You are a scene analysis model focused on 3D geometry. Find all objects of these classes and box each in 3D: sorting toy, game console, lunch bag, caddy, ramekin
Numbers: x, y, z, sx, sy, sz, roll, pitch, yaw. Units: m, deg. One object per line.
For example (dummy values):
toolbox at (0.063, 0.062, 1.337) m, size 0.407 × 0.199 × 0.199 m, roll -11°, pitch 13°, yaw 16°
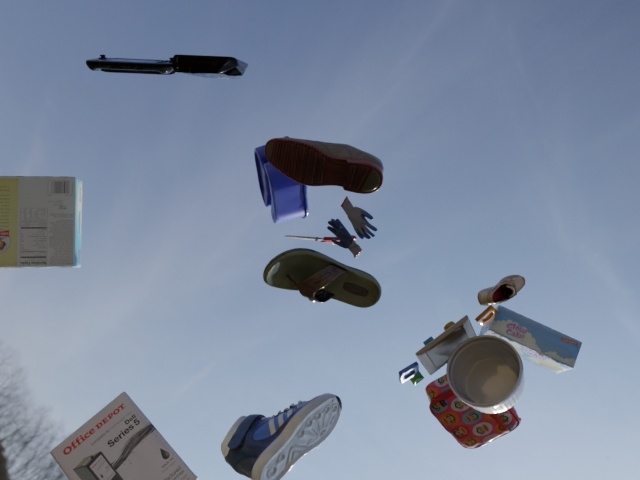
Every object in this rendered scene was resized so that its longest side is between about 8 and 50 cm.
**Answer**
sorting toy at (0.362, 0.296, 1.614) m, size 0.047 × 0.347 × 0.196 m, roll 53°, pitch 0°, yaw 37°
game console at (-0.354, -0.402, 1.279) m, size 0.361 × 0.213 × 0.044 m, roll 2°, pitch -77°, yaw 1°
lunch bag at (0.510, 0.529, 1.813) m, size 0.258 × 0.120 × 0.293 m, roll -32°, pitch -62°, yaw 16°
caddy at (-0.128, -0.227, 2.119) m, size 0.341 × 0.179 × 0.241 m, roll 86°, pitch -19°, yaw -45°
ramekin at (0.465, 0.378, 1.549) m, size 0.207 × 0.207 × 0.109 m, roll 14°, pitch -26°, yaw 41°

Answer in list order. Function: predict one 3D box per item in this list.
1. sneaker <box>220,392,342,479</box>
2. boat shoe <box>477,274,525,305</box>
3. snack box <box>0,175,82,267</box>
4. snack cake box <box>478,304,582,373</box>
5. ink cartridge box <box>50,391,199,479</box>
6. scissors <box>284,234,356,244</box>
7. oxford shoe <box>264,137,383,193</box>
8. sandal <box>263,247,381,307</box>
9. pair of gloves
sneaker at (-0.124, 0.502, 1.532) m, size 0.236 × 0.322 × 0.130 m, roll 15°, pitch -47°, yaw 46°
boat shoe at (0.523, 0.143, 1.571) m, size 0.059 × 0.170 × 0.063 m, roll -5°, pitch -74°, yaw 64°
snack box at (-0.659, -0.035, 1.131) m, size 0.060 × 0.321 × 0.187 m, roll 156°, pitch -67°, yaw -79°
snack cake box at (0.642, 0.308, 1.727) m, size 0.264 × 0.089 × 0.152 m, roll 24°, pitch -16°, yaw 11°
ink cartridge box at (-0.428, 0.509, 1.238) m, size 0.273 × 0.198 × 0.115 m, roll 40°, pitch -28°, yaw 21°
scissors at (0.000, 0.000, 2.148) m, size 0.109 × 0.297 × 0.021 m, roll 138°, pitch -50°, yaw -72°
oxford shoe at (0.013, -0.228, 1.608) m, size 0.348 × 0.130 × 0.123 m, roll 18°, pitch -55°, yaw 1°
sandal at (0.012, 0.102, 1.347) m, size 0.302 × 0.086 × 0.120 m, roll 15°, pitch -62°, yaw -12°
pair of gloves at (0.099, -0.039, 1.812) m, size 0.159 × 0.023 × 0.198 m, roll 50°, pitch -44°, yaw 18°
